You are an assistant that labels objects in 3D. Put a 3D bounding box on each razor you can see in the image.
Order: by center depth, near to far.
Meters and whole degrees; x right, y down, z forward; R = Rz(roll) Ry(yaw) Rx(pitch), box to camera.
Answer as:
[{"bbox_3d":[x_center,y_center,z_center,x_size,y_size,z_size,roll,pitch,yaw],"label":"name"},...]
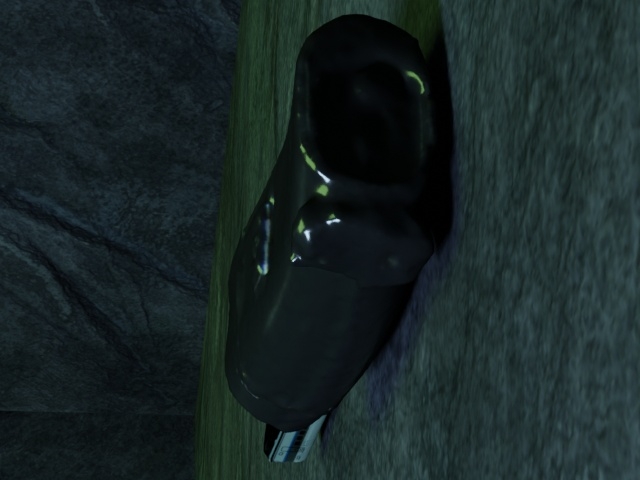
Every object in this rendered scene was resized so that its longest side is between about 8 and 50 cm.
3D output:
[{"bbox_3d":[0.004,0.000,0.919,0.327,0.107,0.189,112,159,-58],"label":"razor"}]

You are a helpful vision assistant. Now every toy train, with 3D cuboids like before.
[{"bbox_3d":[-0.003,0.119,1.170,0.252,0.048,0.055,111,165,-49],"label":"toy train"}]
